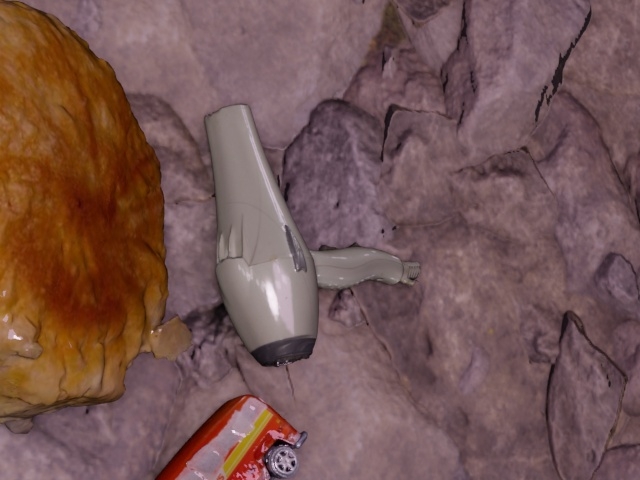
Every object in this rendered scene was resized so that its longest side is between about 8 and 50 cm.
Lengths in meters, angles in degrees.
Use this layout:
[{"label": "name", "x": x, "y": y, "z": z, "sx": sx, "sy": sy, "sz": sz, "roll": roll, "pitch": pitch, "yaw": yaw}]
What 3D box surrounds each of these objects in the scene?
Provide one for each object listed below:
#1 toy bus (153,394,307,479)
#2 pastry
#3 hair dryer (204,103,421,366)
[{"label": "toy bus", "x": -0.091, "y": 0.202, "z": 1.308, "sx": 0.077, "sy": 0.079, "sz": 0.174, "roll": 47, "pitch": 61, "yaw": -8}, {"label": "pastry", "x": -0.225, "y": -0.016, "z": 1.156, "sx": 0.329, "sy": 0.136, "sz": 0.330, "roll": -10, "pitch": 90, "yaw": -66}, {"label": "hair dryer", "x": -0.022, "y": -0.023, "z": 1.402, "sx": 0.225, "sy": 0.088, "sz": 0.219, "roll": -31, "pitch": 95, "yaw": -47}]
